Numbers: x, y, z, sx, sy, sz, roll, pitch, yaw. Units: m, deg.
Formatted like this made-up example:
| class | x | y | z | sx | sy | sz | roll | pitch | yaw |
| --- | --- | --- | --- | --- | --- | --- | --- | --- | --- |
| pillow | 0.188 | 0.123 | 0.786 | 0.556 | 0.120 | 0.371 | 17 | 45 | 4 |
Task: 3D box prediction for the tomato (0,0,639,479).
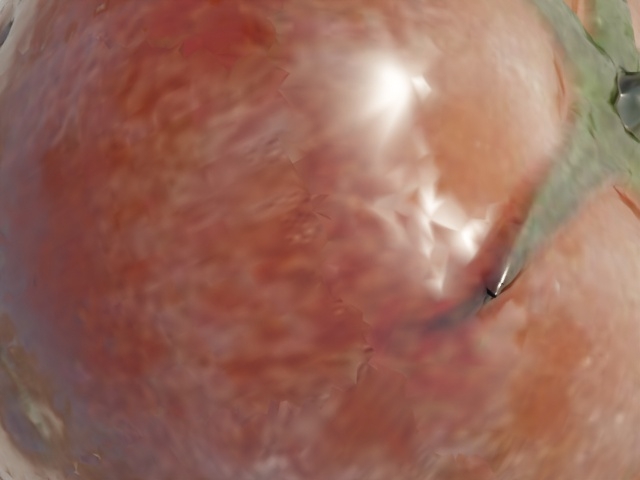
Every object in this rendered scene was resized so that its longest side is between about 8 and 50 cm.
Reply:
| class | x | y | z | sx | sy | sz | roll | pitch | yaw |
| --- | --- | --- | --- | --- | --- | --- | --- | --- | --- |
| tomato | 0.000 | 0.000 | 0.568 | 0.265 | 0.265 | 0.264 | -3 | 84 | 32 |
